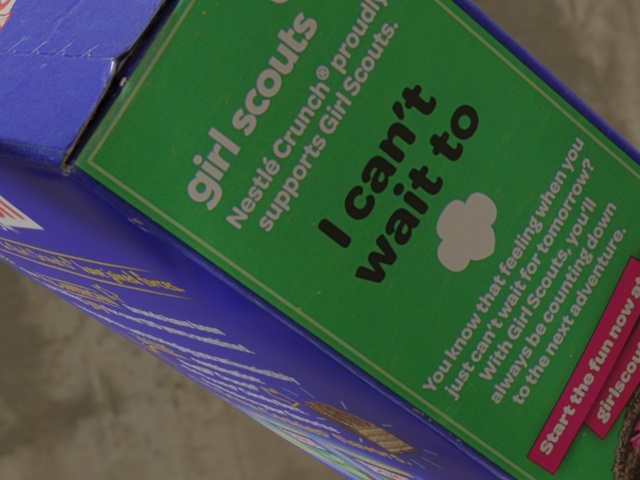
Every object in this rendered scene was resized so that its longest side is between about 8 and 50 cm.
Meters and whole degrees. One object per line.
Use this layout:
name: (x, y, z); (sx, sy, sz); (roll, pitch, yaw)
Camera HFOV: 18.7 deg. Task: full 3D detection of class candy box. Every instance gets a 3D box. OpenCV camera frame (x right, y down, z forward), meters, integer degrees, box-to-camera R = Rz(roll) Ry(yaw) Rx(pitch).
candy box: (0.000, 0.000, 0.694); (0.317, 0.122, 0.268); (35, -11, -31)
